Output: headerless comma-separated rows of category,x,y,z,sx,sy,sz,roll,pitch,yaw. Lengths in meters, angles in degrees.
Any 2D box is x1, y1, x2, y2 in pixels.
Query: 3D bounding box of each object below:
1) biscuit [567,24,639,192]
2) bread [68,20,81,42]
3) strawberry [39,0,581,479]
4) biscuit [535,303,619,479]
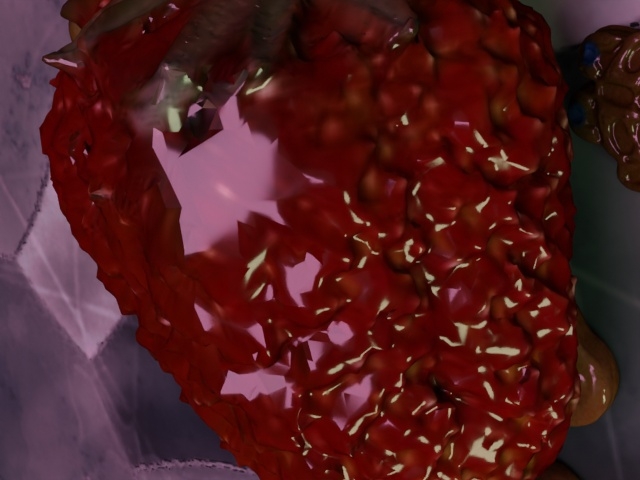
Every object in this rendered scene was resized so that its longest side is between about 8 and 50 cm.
biscuit,0.216,-0.065,0.622,0.175,0.026,0.124,20,114,31
bread,-0.115,-0.195,0.812,0.188,0.065,0.149,-41,67,40
strawberry,0.000,-0.001,0.642,0.292,0.292,0.343,9,118,35
biscuit,0.037,0.089,0.789,0.334,0.047,0.202,22,116,30
